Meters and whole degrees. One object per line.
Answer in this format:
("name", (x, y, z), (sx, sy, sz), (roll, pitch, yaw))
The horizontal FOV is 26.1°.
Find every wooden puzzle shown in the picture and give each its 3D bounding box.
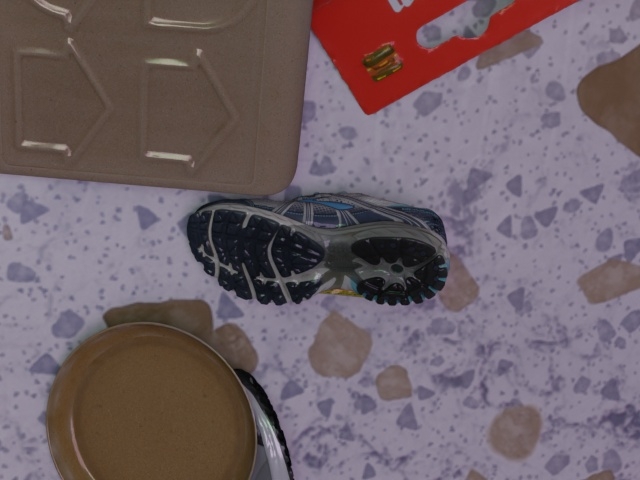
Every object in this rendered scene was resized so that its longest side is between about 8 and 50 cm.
("wooden puzzle", (-0.184, -0.207, 1.354), (0.347, 0.080, 0.322), (2, 122, -6))

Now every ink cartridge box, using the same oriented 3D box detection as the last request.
("ink cartridge box", (0.078, -0.329, 1.363), (0.308, 0.091, 0.385), (-28, 115, 15))

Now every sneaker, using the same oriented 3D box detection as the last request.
("sneaker", (-0.079, 0.273, 1.507), (0.108, 0.100, 0.272), (-10, 101, -4))
("sneaker", (0.000, 0.000, 1.479), (0.283, 0.122, 0.110), (8, 122, 7))

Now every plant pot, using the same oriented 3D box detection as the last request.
("plant pot", (-0.176, 0.199, 1.463), (0.236, 0.032, 0.236), (2, 99, 13))

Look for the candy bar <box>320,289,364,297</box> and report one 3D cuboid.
("candy bar", (0.008, 0.042, 1.524), (0.161, 0.018, 0.040), (5, 95, -13))
